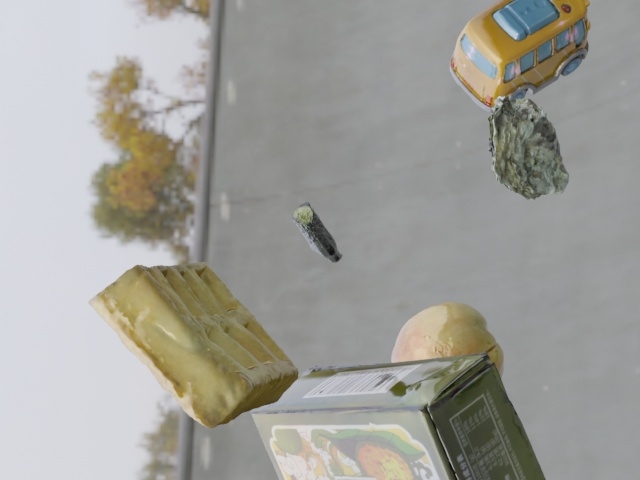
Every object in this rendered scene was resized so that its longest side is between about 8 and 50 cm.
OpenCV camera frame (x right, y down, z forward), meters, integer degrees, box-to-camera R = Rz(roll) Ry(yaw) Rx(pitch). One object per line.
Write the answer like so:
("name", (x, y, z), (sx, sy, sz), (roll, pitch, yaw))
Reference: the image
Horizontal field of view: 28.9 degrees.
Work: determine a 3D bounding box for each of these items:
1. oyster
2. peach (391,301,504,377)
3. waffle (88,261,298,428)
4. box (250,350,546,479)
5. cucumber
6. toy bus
("oyster", (0.249, -0.112, 1.505), (0.177, 0.064, 0.125), (1, -86, -55))
("peach", (0.201, 0.194, 2.000), (0.184, 0.184, 0.184), (2, -90, -90))
("waffle", (-0.112, 0.097, 1.223), (0.057, 0.168, 0.274), (-44, -9, 7))
("box", (0.129, 0.359, 1.574), (0.373, 0.138, 0.420), (-12, 103, 53))
("cucumber", (0.000, 0.000, 1.819), (0.163, 0.038, 0.043), (58, -160, -54))
("toy bus", (0.300, -0.299, 1.830), (0.126, 0.209, 0.136), (52, 164, 24))
